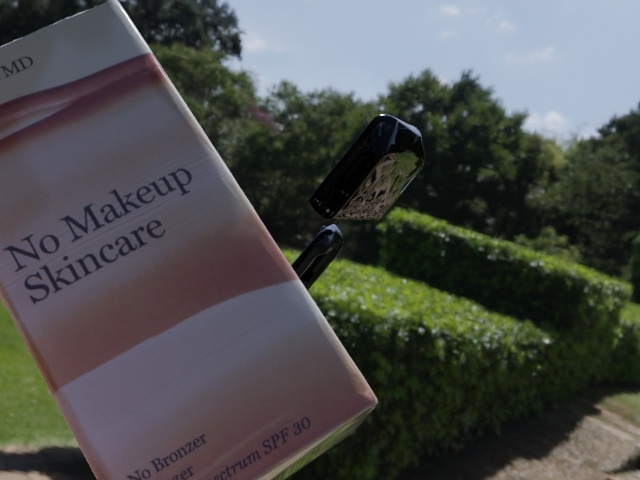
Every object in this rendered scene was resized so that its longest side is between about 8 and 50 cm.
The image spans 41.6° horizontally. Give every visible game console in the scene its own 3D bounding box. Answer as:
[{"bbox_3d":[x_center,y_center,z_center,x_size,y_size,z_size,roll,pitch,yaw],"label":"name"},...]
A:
[{"bbox_3d":[0.000,0.000,1.050,0.044,0.361,0.213,42,13,14],"label":"game console"}]

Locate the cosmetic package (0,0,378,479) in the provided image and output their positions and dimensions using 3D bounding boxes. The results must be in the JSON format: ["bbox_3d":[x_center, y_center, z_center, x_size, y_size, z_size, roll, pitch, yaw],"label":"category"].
[{"bbox_3d":[-0.111,0.022,0.516,0.296,0.153,0.129,55,-16,15],"label":"cosmetic package"}]
